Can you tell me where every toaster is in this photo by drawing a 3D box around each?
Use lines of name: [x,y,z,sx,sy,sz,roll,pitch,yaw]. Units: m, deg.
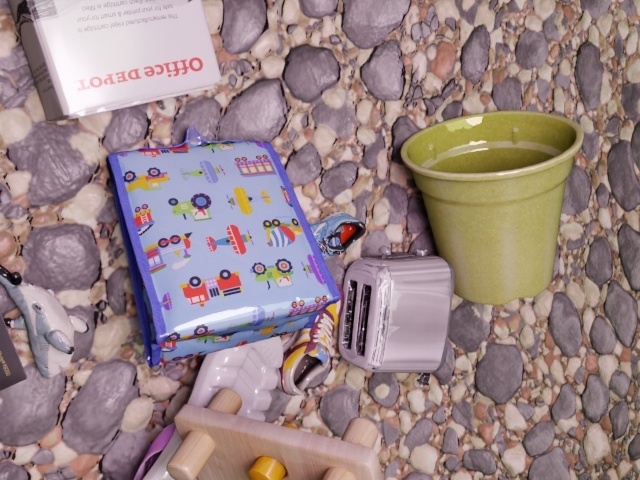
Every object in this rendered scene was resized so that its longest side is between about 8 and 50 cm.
toaster: [0.117,0.123,1.030,0.146,0.129,0.227,4,96,-28]

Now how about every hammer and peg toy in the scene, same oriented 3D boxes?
hammer and peg toy: [-0.022,0.356,0.805,0.127,0.265,0.362,-55,141,-47]

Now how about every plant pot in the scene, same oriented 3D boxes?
plant pot: [0.283,-0.046,1.053,0.276,0.276,0.254,-26,119,-27]

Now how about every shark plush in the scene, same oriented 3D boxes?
shark plush: [-0.352,0.094,0.778,0.067,0.073,0.161,-29,118,6]

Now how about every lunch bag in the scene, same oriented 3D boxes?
lunch bag: [-0.136,-0.018,0.822,0.220,0.138,0.294,-10,70,-23]

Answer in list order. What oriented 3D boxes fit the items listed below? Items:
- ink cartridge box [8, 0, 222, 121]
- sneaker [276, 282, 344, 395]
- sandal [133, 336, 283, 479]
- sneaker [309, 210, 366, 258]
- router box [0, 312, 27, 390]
ink cartridge box: [-0.255,-0.292,0.757,0.196,0.114,0.273,-21,105,-29]
sneaker: [-0.004,0.150,0.979,0.069,0.083,0.186,36,77,-30]
sandal: [-0.180,0.296,0.884,0.169,0.102,0.417,45,69,-45]
sneaker: [0.000,0.000,0.972,0.162,0.073,0.064,-29,110,-26]
router box: [-0.462,0.060,0.630,0.242,0.081,0.309,-24,128,-27]
